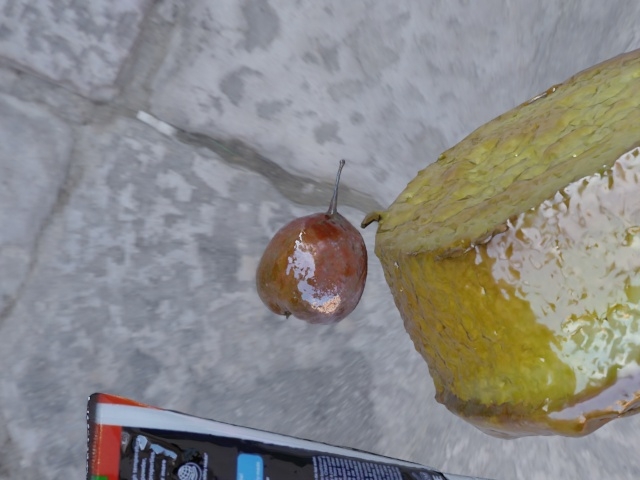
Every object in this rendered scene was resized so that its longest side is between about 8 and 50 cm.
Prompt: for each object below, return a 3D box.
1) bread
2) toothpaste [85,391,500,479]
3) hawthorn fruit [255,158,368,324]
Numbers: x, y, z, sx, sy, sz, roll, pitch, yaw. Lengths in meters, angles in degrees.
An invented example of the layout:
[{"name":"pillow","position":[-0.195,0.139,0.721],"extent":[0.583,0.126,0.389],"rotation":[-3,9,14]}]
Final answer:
[{"name":"bread","position":[0.243,-0.008,1.186],"extent":[0.398,0.398,0.215],"rotation":[-31,104,6]},{"name":"toothpaste","position":[-0.006,0.105,0.575],"extent":[0.193,0.045,0.071],"rotation":[10,71,-29]},{"name":"hawthorn fruit","position":[0.000,0.000,0.876],"extent":[0.067,0.067,0.103],"rotation":[17,96,7]}]
